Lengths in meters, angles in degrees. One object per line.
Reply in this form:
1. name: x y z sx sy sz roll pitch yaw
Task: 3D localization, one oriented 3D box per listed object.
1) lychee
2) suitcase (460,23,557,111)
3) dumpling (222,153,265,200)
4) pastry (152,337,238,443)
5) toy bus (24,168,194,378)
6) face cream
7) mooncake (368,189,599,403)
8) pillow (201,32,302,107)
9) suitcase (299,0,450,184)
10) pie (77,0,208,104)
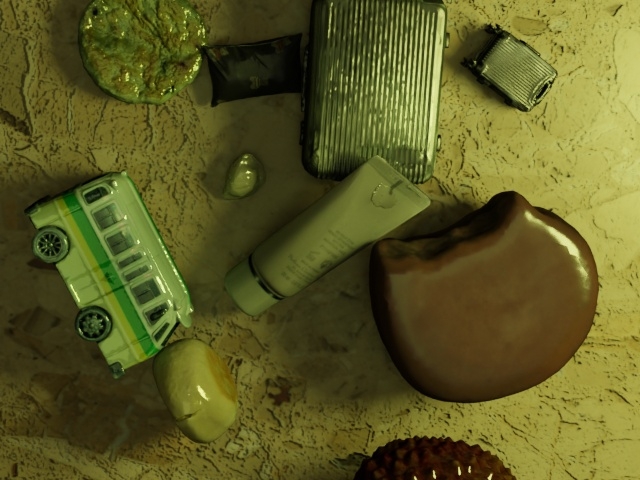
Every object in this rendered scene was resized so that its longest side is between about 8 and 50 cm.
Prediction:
1. lychee: 0.165 0.432 1.772 0.306 0.330 0.306 -3 128 -4
2. suitcase: 0.281 -0.252 1.797 0.126 0.059 0.086 36 96 -11
3. dumpling: -0.110 -0.090 1.806 0.059 0.043 0.077 18 95 -29
4. pastry: -0.182 0.221 1.793 0.092 0.156 0.156 -31 100 12
5. toy bus: -0.297 0.042 1.765 0.164 0.133 0.276 -27 100 1
6. face cream: 0.000 0.000 1.762 0.314 0.089 0.143 -34 134 21
7. mooncake: 0.223 0.077 1.785 0.333 0.174 0.326 33 97 -10
8. pillow: -0.093 -0.248 1.776 0.150 0.048 0.090 -8 96 -5
9. suitcase: 0.074 -0.233 1.748 0.202 0.128 0.312 3 100 -6
10. pie: -0.256 -0.286 1.762 0.186 0.041 0.187 -1 99 -4
